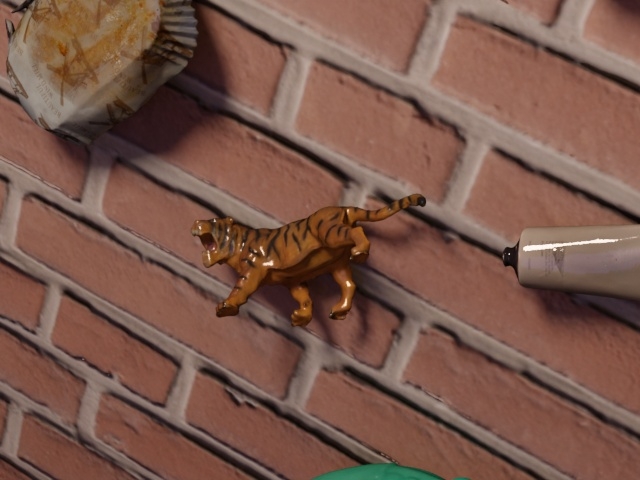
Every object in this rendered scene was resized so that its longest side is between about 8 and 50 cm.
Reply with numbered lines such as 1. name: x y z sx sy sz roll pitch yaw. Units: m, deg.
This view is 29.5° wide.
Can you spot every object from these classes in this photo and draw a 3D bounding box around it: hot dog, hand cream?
1. hot dog: -0.214 -0.197 1.193 0.270 0.082 0.162 -30 89 42
2. hand cream: 0.255 0.019 1.083 0.186 0.054 0.087 3 108 22

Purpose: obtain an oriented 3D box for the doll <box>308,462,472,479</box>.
1. doll: 0.088 0.295 1.234 0.195 0.153 0.258 37 134 -28

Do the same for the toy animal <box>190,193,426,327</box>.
1. toy animal: 0.004 0.003 1.185 0.255 0.114 0.116 -21 60 28
